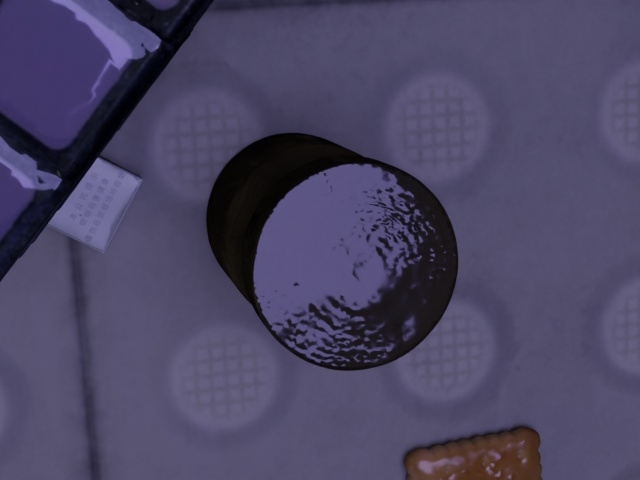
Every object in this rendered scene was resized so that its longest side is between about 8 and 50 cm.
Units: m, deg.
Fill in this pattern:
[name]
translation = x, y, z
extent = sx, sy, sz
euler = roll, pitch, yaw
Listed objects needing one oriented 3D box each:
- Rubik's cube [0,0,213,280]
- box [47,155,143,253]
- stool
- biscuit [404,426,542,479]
[Rubik's cube]
translation = -0.258, -0.221, 0.904
extent = 0.359, 0.363, 0.362
euler = 38, 98, -13
[box]
translation = -0.258, -0.060, 1.168
extent = 0.154, 0.040, 0.084
euler = 28, 94, -18
[stool]
translation = 0.000, 0.000, 1.126
extent = 0.179, 0.264, 0.179
euler = -2, 100, -13
[biscuit]
translation = 0.181, 0.336, 1.355
extent = 0.160, 0.030, 0.249
euler = -9, 102, -12
